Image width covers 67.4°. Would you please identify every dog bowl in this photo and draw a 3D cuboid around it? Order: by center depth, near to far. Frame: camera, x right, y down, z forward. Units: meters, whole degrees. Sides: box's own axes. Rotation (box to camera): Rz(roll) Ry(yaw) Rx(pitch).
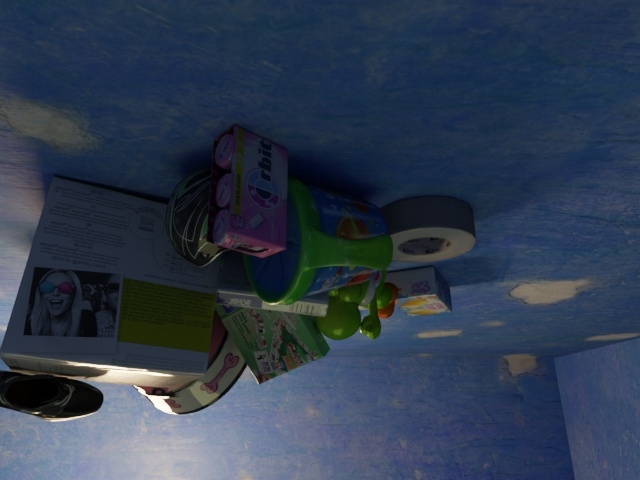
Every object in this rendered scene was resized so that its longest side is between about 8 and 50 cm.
[{"bbox_3d":[-0.384,0.255,1.329,0.408,0.408,0.150,-9,146,22],"label":"dog bowl"}]

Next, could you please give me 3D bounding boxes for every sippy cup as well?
[{"bbox_3d":[0.000,0.000,0.913,0.224,0.305,0.240,1,132,-35],"label":"sippy cup"}]

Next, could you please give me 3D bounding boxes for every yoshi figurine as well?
[{"bbox_3d":[0.076,0.156,1.210,0.204,0.203,0.362,-18,169,18],"label":"yoshi figurine"}]

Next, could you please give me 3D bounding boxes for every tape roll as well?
[{"bbox_3d":[0.224,-0.018,1.051,0.219,0.072,0.219,0,160,0],"label":"tape roll"}]

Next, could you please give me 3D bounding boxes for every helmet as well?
[{"bbox_3d":[-0.187,-0.043,0.838,0.162,0.169,0.169,-9,165,-31],"label":"helmet"}]

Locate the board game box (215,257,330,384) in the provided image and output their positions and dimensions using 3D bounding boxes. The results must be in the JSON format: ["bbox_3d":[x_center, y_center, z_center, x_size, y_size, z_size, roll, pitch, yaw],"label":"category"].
[{"bbox_3d":[-0.143,0.173,1.164,0.213,0.317,0.046,-29,-179,26],"label":"board game box"}]

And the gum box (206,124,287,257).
[{"bbox_3d":[-0.111,-0.069,0.749,0.107,0.188,0.062,18,152,-41],"label":"gum box"}]

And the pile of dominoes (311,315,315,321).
[{"bbox_3d":[-0.037,0.310,1.641,0.040,0.196,0.251,11,-179,9],"label":"pile of dominoes"}]

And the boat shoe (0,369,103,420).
[{"bbox_3d":[-0.524,0.307,0.940,0.079,0.084,0.233,-10,151,30],"label":"boat shoe"}]

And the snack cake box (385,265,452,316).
[{"bbox_3d":[0.312,0.166,1.507,0.152,0.089,0.264,-9,158,23],"label":"snack cake box"}]

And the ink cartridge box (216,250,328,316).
[{"bbox_3d":[-0.094,0.062,1.019,0.223,0.224,0.045,8,123,-4],"label":"ink cartridge box"}]

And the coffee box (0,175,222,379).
[{"bbox_3d":[-0.423,0.116,1.014,0.338,0.334,0.338,14,155,-25],"label":"coffee box"}]

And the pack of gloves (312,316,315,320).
[{"bbox_3d":[0.006,0.279,1.887,0.232,0.046,0.195,2,148,-13],"label":"pack of gloves"}]
